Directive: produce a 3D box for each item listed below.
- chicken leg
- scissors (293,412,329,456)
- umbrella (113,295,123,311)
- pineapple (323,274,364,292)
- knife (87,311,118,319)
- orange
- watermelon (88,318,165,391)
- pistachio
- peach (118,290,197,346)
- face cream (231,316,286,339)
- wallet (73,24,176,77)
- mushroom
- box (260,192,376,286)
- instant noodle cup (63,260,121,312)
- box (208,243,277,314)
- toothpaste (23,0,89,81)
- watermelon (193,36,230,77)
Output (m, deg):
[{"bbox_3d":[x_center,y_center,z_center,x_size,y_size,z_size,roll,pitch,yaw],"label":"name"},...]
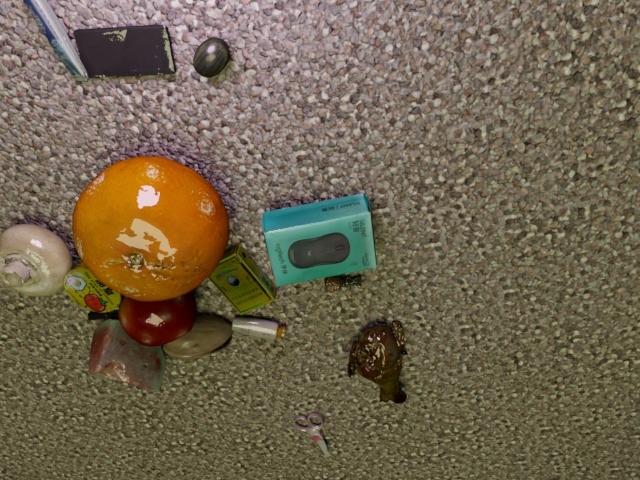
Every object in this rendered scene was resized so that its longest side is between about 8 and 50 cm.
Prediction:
[{"bbox_3d":[0.196,0.447,1.976,0.212,0.140,0.360,-6,122,-1],"label":"chicken leg"},{"bbox_3d":[-0.017,0.779,2.298,0.118,0.030,0.242,-15,121,16],"label":"scissors"},{"bbox_3d":[-0.772,0.171,1.916,0.248,0.071,0.070,22,124,-6],"label":"umbrella"},{"bbox_3d":[0.075,0.131,1.823,0.125,0.058,0.058,-11,125,-4],"label":"pineapple"},{"bbox_3d":[-0.694,0.250,1.959,0.231,0.060,0.028,-6,94,27],"label":"knife"},{"bbox_3d":[-0.468,-0.021,1.585,0.424,0.326,0.423,1,126,2],"label":"orange"},{"bbox_3d":[-0.683,0.410,1.993,0.148,0.226,0.318,-6,117,42],"label":"watermelon"},{"bbox_3d":[-0.414,0.331,1.951,0.238,0.153,0.137,-14,140,-22],"label":"pistachio"},{"bbox_3d":[-0.514,0.225,1.826,0.244,0.199,0.243,0,84,-4],"label":"peach"},{"bbox_3d":[-0.208,0.299,1.959,0.182,0.051,0.072,11,122,-4],"label":"face cream"},{"bbox_3d":[-0.489,-0.475,1.446,0.245,0.025,0.124,0,124,9],"label":"wallet"},{"bbox_3d":[-0.896,0.070,1.769,0.246,0.202,0.246,4,114,8],"label":"mushroom"},{"bbox_3d":[0.000,0.000,1.654,0.312,0.118,0.205,-10,127,-2],"label":"box"},{"bbox_3d":[-0.689,0.113,1.811,0.182,0.144,0.182,4,127,6],"label":"instant noodle cup"},{"bbox_3d":[-0.257,0.126,1.834,0.141,0.064,0.220,-23,119,21],"label":"box"},{"bbox_3d":[-0.658,-0.516,1.419,0.069,0.047,0.268,-10,125,21],"label":"toothpaste"},{"bbox_3d":[-0.270,-0.448,1.416,0.078,0.078,0.111,35,122,-19],"label":"watermelon"}]
